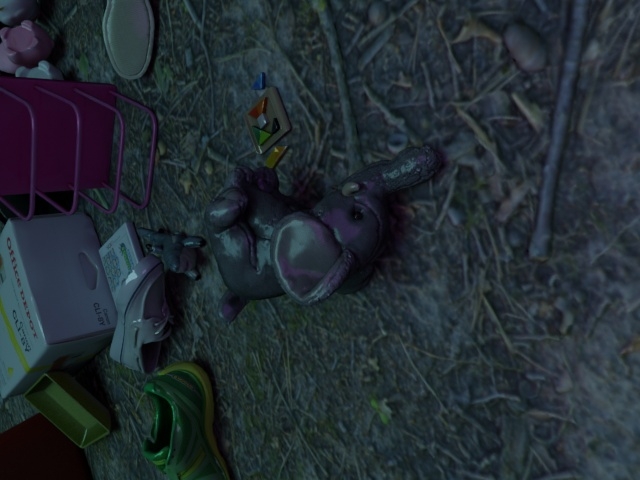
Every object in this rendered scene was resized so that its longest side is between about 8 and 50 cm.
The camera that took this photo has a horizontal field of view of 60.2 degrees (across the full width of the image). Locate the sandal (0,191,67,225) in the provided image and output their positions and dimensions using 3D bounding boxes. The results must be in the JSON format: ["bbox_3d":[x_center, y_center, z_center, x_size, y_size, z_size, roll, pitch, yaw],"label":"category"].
[{"bbox_3d":[-0.615,-0.118,1.122,0.167,0.107,0.446,28,138,-3],"label":"sandal"}]

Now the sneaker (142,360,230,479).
[{"bbox_3d":[-0.229,0.352,0.904,0.109,0.123,0.295,-14,88,44],"label":"sneaker"}]

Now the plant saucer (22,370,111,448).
[{"bbox_3d":[-0.558,0.372,1.237,0.188,0.045,0.188,46,132,-8],"label":"plant saucer"}]

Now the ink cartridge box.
[{"bbox_3d":[-0.610,0.146,1.208,0.385,0.160,0.279,-36,72,41],"label":"ink cartridge box"}]

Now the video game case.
[{"bbox_3d":[-0.377,0.063,1.069,0.143,0.019,0.157,-31,75,42],"label":"video game case"}]

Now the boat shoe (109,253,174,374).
[{"bbox_3d":[-0.299,0.139,0.956,0.088,0.096,0.267,30,123,6],"label":"boat shoe"}]

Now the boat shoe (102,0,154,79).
[{"bbox_3d":[-0.316,-0.388,0.912,0.079,0.084,0.233,-115,23,-70],"label":"boat shoe"}]

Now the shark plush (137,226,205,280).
[{"bbox_3d":[-0.253,0.005,0.907,0.161,0.067,0.073,41,123,31],"label":"shark plush"}]

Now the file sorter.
[{"bbox_3d":[-0.443,-0.147,0.913,0.182,0.291,0.202,29,116,34],"label":"file sorter"}]

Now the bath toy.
[{"bbox_3d":[-0.611,-0.375,1.156,0.151,0.129,0.348,-17,86,0],"label":"bath toy"}]

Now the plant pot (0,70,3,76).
[{"bbox_3d":[-0.919,-0.483,1.320,0.334,0.334,0.305,-14,77,44],"label":"plant pot"}]

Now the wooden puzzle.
[{"bbox_3d":[-0.075,-0.160,0.746,0.078,0.014,0.116,-38,70,40],"label":"wooden puzzle"}]

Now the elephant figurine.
[{"bbox_3d":[0.000,0.000,0.618,0.239,0.169,0.186,11,134,26],"label":"elephant figurine"}]

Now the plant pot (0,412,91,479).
[{"bbox_3d":[-0.708,0.609,1.333,0.236,0.267,0.267,44,125,14],"label":"plant pot"}]
